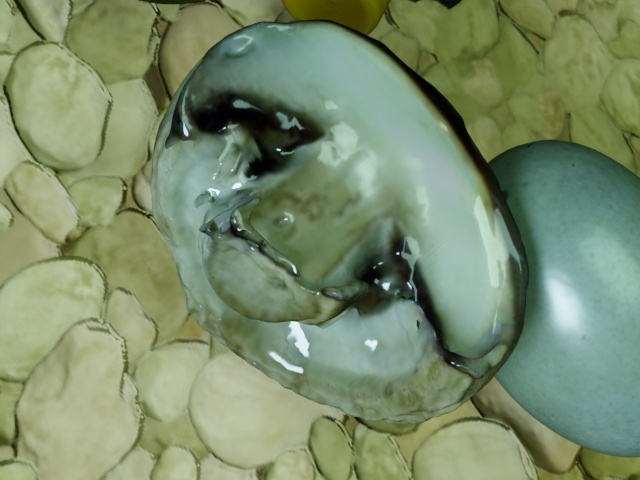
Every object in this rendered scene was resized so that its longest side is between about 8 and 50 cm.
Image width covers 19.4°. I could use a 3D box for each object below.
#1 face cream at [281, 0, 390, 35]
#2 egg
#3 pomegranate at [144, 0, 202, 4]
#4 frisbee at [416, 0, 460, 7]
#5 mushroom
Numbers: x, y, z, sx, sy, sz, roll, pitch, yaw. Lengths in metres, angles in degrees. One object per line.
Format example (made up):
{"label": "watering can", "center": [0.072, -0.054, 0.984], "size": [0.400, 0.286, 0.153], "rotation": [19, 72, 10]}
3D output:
{"label": "face cream", "center": [0.055, -0.268, 1.379], "size": [0.078, 0.078, 0.273], "rotation": [36, 57, -15]}
{"label": "egg", "center": [0.186, 0.041, 1.302], "size": [0.169, 0.169, 0.236], "rotation": [-38, 96, -35]}
{"label": "pomegranate", "center": [-0.081, -0.263, 1.235], "size": [0.225, 0.187, 0.187], "rotation": [-38, 93, -14]}
{"label": "frisbee", "center": [0.002, -0.205, 1.379], "size": [0.187, 0.012, 0.211], "rotation": [48, 56, -7]}
{"label": "mushroom", "center": [0.000, -0.007, 1.217], "size": [0.267, 0.164, 0.189], "rotation": [33, 55, -13]}
